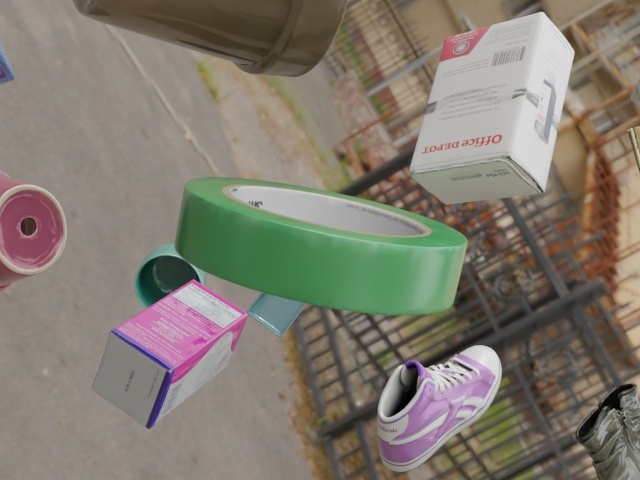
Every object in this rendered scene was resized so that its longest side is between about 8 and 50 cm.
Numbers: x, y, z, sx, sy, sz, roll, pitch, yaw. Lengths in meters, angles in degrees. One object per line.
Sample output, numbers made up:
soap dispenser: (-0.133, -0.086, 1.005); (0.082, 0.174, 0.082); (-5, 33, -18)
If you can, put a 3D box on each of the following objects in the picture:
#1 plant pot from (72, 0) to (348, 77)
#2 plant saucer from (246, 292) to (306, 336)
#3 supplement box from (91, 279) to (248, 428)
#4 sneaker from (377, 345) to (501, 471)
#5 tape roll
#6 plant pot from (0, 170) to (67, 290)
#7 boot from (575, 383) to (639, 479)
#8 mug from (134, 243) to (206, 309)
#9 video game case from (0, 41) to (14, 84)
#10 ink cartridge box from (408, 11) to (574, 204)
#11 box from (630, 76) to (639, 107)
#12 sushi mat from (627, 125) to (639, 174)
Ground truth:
plant pot: (-0.151, -0.362, 1.225); (0.280, 0.323, 0.323); (-4, 53, -28)
plant saucer: (-0.024, 0.048, 1.462); (0.067, 0.192, 0.018); (34, -9, 20)
supplement box: (-0.217, 0.162, 1.483); (0.114, 0.111, 0.220); (31, 28, 15)
sneaker: (0.196, 0.232, 1.620); (0.102, 0.282, 0.161); (21, -42, 37)
tape roll: (0.000, 0.000, 1.131); (0.321, 0.321, 0.077); (-58, 159, -79)
plant pot: (-0.475, -0.014, 1.456); (0.201, 0.180, 0.201); (1, 89, -51)
boot: (0.398, 0.327, 1.406); (0.161, 0.246, 0.083); (54, -32, -14)
mug: (-0.278, 0.084, 1.922); (0.097, 0.129, 0.157); (-91, 161, -72)
video game case: (-0.500, -0.239, 1.089); (0.269, 0.244, 0.061); (79, -12, -57)
ink cartridge box: (0.220, -0.164, 1.283); (0.092, 0.159, 0.218); (37, 61, -37)
box: (0.586, -0.145, 1.479); (0.324, 0.067, 0.063); (57, -30, 37)
sushi mat: (0.622, -0.059, 1.660); (0.019, 0.151, 0.316); (57, 21, -74)
